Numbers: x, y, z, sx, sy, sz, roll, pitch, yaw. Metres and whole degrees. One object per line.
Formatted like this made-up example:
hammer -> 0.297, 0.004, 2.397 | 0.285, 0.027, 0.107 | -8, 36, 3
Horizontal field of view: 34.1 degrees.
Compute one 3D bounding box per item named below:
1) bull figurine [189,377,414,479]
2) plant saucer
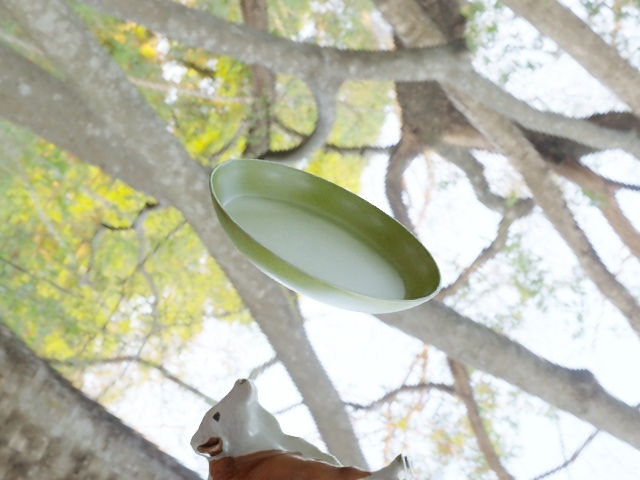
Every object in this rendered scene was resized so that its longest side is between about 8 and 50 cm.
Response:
bull figurine -> -0.011, 0.248, 0.863 | 0.188, 0.101, 0.310 | -14, -131, 6
plant saucer -> 0.000, 0.000, 0.985 | 0.037, 0.241, 0.241 | -63, -158, 23
